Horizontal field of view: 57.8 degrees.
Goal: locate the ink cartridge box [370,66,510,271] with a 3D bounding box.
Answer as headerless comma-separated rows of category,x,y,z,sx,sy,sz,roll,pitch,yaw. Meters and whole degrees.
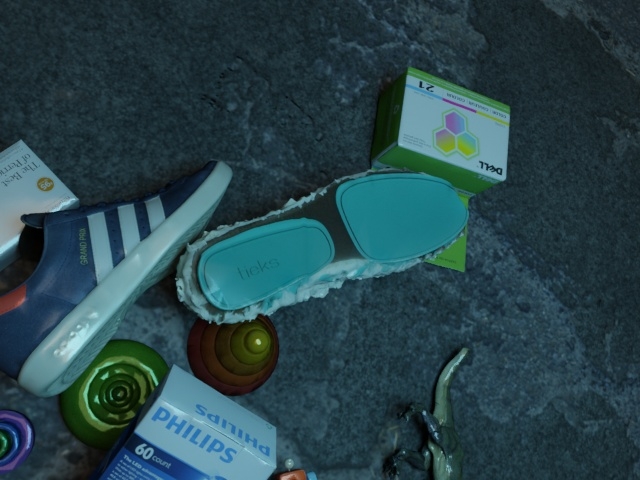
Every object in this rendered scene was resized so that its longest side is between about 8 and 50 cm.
ink cartridge box,0.177,-0.102,0.876,0.189,0.097,0.255,15,70,-18

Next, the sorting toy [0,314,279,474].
sorting toy,-0.196,0.160,0.643,0.366,0.126,0.127,-18,84,-26

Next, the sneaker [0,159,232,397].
sneaker,-0.237,-0.005,0.648,0.148,0.131,0.350,36,49,-1

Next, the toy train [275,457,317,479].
toy train,-0.079,0.338,0.689,0.166,0.046,0.125,-9,78,-27

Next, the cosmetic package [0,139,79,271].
cosmetic package,-0.396,-0.001,0.640,0.099,0.060,0.239,47,65,-5

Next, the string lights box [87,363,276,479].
string lights box,-0.172,0.271,0.583,0.133,0.077,0.259,36,97,-10

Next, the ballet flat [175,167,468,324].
ballet flat,0.000,0.000,0.759,0.409,0.147,0.146,-15,82,-27

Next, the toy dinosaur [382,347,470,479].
toy dinosaur,0.153,0.275,0.791,0.118,0.064,0.268,13,69,-25
